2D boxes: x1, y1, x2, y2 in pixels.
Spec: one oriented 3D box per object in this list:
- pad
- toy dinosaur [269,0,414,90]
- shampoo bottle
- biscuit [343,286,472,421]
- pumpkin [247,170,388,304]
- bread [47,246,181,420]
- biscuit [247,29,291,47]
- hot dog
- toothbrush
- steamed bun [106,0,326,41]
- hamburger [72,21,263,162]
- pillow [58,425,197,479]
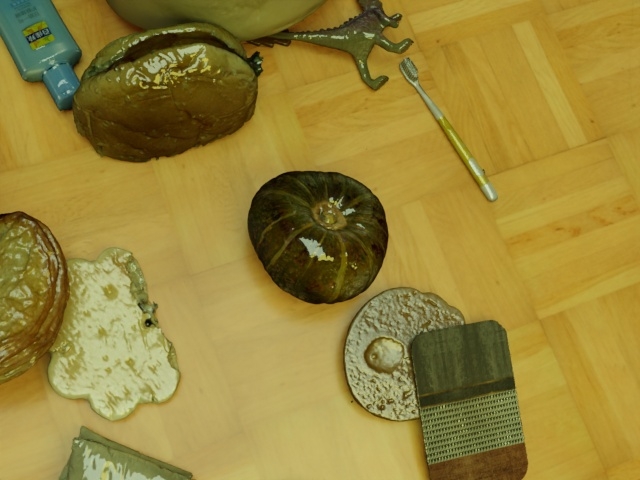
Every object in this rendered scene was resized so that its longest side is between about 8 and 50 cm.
[{"bbox_3d":[0.160,0.258,1.155,0.323,0.055,0.250,-6,86,-38],"label":"pad"},{"bbox_3d":[0.044,-0.346,1.360,0.251,0.072,0.200,-39,76,-8],"label":"toy dinosaur"},{"bbox_3d":[-0.453,-0.325,1.286,0.104,0.061,0.258,-29,80,-13],"label":"shampoo bottle"},{"bbox_3d":[0.123,0.171,1.226,0.181,0.049,0.208,28,75,0],"label":"biscuit"},{"bbox_3d":[0.000,0.000,1.212,0.219,0.162,0.219,14,50,-17],"label":"pumpkin"},{"bbox_3d":[-0.320,0.140,1.183,0.182,0.039,0.251,-22,78,-12],"label":"bread"},{"bbox_3d":[-0.093,-0.356,1.364,0.092,0.016,0.082,-27,83,-15],"label":"biscuit"},{"bbox_3d":[-0.442,0.096,1.119,0.175,0.114,0.259,-7,64,21],"label":"hot dog"},{"bbox_3d":[0.215,-0.188,1.351,0.021,0.024,0.288,-29,80,-16],"label":"toothbrush"},{"bbox_3d":[-0.137,-0.491,1.206,0.456,0.371,0.290,-14,74,-7],"label":"steamed bun"},{"bbox_3d":[-0.227,-0.233,1.214,0.309,0.211,0.132,-15,72,-10],"label":"hamburger"},{"bbox_3d":[-0.275,0.352,1.111,0.181,0.078,0.134,22,76,-4],"label":"pillow"}]
